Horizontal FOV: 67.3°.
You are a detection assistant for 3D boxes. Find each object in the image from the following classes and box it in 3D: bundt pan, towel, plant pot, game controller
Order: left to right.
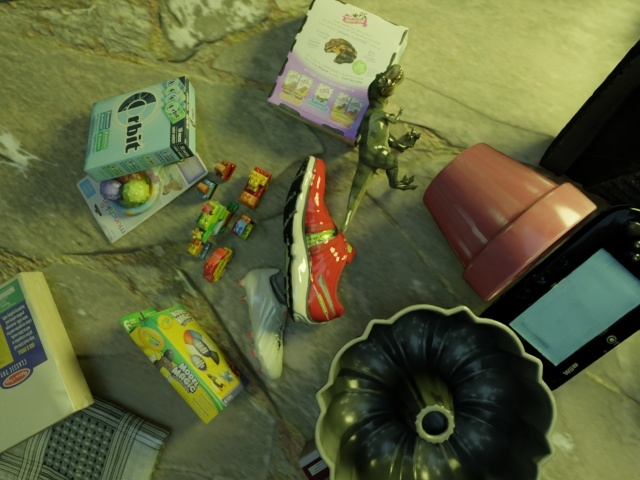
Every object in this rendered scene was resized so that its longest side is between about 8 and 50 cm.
[{"bbox_3d":[-0.473,0.442,0.901,0.312,0.056,0.324,22,95,8],"label":"towel"},{"bbox_3d":[0.155,0.247,0.707,0.330,0.124,0.331,0,92,1],"label":"bundt pan"},{"bbox_3d":[0.261,-0.039,0.720,0.201,0.201,0.180,-42,69,7],"label":"plant pot"},{"bbox_3d":[0.385,0.099,0.725,0.166,0.067,0.319,45,113,7],"label":"game controller"}]

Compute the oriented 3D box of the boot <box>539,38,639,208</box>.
[{"bbox_3d":[0.493,-0.145,0.627,0.260,0.348,0.131,36,63,10],"label":"boot"}]

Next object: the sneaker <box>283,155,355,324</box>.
[{"bbox_3d":[0.000,0.000,0.811,0.118,0.107,0.279,1,89,-14],"label":"sneaker"}]

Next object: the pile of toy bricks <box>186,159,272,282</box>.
[{"bbox_3d":[-0.177,-0.041,0.819,0.118,0.105,0.212,29,95,7],"label":"pile of toy bricks"}]

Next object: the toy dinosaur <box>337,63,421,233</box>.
[{"bbox_3d":[0.103,-0.137,0.775,0.118,0.064,0.268,5,106,-28],"label":"toy dinosaur"}]

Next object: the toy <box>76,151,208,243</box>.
[{"bbox_3d":[-0.335,-0.114,0.867,0.237,0.056,0.137,-33,84,8],"label":"toy"}]

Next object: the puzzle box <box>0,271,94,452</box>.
[{"bbox_3d":[-0.637,0.269,0.899,0.409,0.052,0.272,-29,80,12],"label":"puzzle box"}]

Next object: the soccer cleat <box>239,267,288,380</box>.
[{"bbox_3d":[-0.086,0.143,0.831,0.076,0.068,0.196,-13,86,6],"label":"soccer cleat"}]

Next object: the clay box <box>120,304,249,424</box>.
[{"bbox_3d":[-0.228,0.192,0.822,0.053,0.127,0.222,-42,86,7],"label":"clay box"}]

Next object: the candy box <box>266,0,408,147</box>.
[{"bbox_3d":[0.030,-0.281,0.801,0.164,0.070,0.196,27,96,8],"label":"candy box"}]

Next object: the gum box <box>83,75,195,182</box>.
[{"bbox_3d":[-0.310,-0.194,0.836,0.184,0.041,0.157,-14,60,9],"label":"gum box"}]

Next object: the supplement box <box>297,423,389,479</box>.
[{"bbox_3d":[0.085,0.424,0.806,0.130,0.073,0.239,-35,85,8],"label":"supplement box"}]
